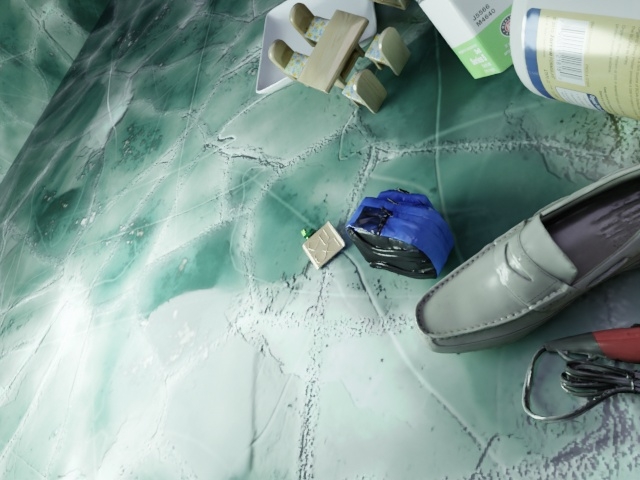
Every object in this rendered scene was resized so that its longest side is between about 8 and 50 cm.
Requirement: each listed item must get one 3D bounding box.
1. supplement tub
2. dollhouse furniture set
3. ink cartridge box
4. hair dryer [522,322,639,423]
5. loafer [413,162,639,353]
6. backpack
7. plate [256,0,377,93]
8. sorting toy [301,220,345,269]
[{"bbox_3d":[0.379,-0.222,0.474,0.228,0.228,0.316,-51,46,-2],"label":"supplement tub"},{"bbox_3d":[0.036,-0.374,0.820,0.212,0.161,0.242,33,95,32],"label":"dollhouse furniture set"},{"bbox_3d":[0.222,-0.394,0.661,0.198,0.273,0.115,-41,12,9],"label":"ink cartridge box"},{"bbox_3d":[0.330,0.084,0.420,0.294,0.080,0.223,-50,45,-1],"label":"hair dryer"},{"bbox_3d":[0.232,0.017,0.511,0.319,0.111,0.112,-34,48,15],"label":"loafer"},{"bbox_3d":[0.110,-0.011,0.631,0.120,0.098,0.101,19,71,43],"label":"backpack"},{"bbox_3d":[-0.004,-0.443,1.026,0.277,0.045,0.278,-18,54,28],"label":"plate"},{"bbox_3d":[0.000,0.000,0.764,0.062,0.012,0.083,-44,49,12],"label":"sorting toy"}]
